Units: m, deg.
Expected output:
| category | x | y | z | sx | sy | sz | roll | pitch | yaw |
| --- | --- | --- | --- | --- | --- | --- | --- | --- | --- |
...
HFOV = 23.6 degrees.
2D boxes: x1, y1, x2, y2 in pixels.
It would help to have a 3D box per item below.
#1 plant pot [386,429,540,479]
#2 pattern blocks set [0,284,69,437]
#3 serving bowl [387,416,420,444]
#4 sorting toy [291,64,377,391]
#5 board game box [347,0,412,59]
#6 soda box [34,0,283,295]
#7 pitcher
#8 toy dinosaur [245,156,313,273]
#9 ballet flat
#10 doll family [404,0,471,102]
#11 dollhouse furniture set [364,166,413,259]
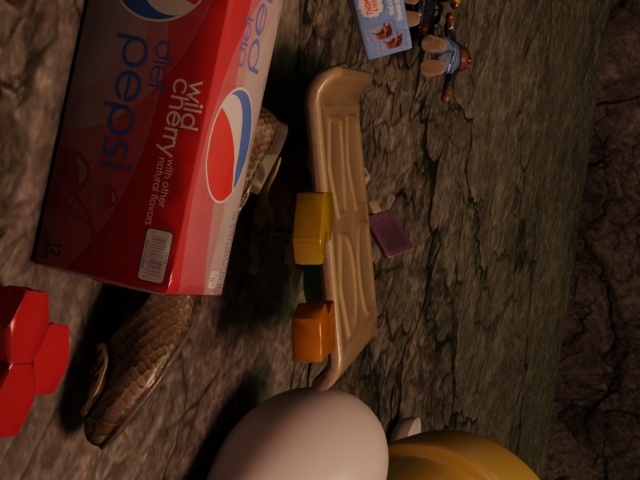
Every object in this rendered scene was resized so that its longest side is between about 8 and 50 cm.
| category | x | y | z | sx | sy | sz | roll | pitch | yaw |
| --- | --- | --- | --- | --- | --- | --- | --- | --- | --- |
| plant pot | 0.074 | 0.320 | 1.441 | 0.239 | 0.254 | 0.254 | -5 | 107 | -56 |
| pattern blocks set | -0.209 | 0.091 | 0.655 | 0.325 | 0.026 | 0.285 | 70 | 36 | -62 |
| serving bowl | 0.092 | 0.243 | 1.779 | 0.083 | 0.027 | 0.083 | 13 | 90 | -73 |
| sorting toy | 0.003 | -0.011 | 1.111 | 0.307 | 0.041 | 0.229 | -28 | 117 | -80 |
| board game box | 0.012 | -0.242 | 1.001 | 0.211 | 0.039 | 0.160 | 69 | 4 | -61 |
| soda box | -0.079 | -0.104 | 0.853 | 0.092 | 0.083 | 0.263 | 7 | 96 | -74 |
| pitcher | -0.043 | 0.213 | 1.178 | 0.207 | 0.125 | 0.177 | -35 | 157 | -52 |
| toy dinosaur | -0.035 | -0.022 | 1.150 | 0.183 | 0.053 | 0.092 | -10 | 96 | -81 |
| ballet flat | -0.094 | 0.012 | 0.952 | 0.084 | 0.058 | 0.249 | -30 | -148 | 62 |
| doll family | 0.117 | -0.230 | 1.448 | 0.111 | 0.076 | 0.193 | -23 | 129 | -76 |
| dollhouse furniture set | 0.000 | 0.000 | 1.328 | 0.114 | 0.091 | 0.081 | -20 | 166 | -46 |
